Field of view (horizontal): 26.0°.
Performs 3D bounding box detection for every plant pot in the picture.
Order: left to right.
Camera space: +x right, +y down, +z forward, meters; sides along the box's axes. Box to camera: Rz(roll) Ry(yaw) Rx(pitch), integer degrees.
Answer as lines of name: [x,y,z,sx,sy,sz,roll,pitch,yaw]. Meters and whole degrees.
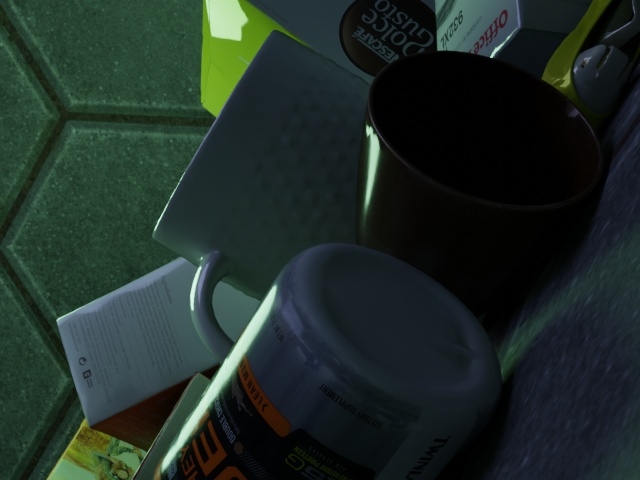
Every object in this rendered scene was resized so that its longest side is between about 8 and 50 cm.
plant pot: [0.117,-0.019,1.284,0.215,0.215,0.230,-63,-6,-49]

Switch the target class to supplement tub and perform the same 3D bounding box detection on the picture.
supplement tub: [-0.014,0.185,1.169,0.338,0.207,0.207,-58,4,28]

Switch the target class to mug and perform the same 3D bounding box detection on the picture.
mug: [0.000,0.000,1.541,0.374,0.328,0.276,-61,4,-29]

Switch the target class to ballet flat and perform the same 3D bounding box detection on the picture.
ballet flat: [0.275,-0.182,1.342,0.077,0.077,0.231,-27,27,56]

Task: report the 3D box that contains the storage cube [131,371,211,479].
storage cube: [-0.132,0.316,1.738,0.215,0.184,0.193,-60,-4,-34]

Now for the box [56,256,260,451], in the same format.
box: [-0.139,0.131,1.865,0.345,0.168,0.215,-27,-26,10]

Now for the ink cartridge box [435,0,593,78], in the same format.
ink cartridge box: [0.222,-0.304,1.551,0.223,0.129,0.307,130,143,-62]

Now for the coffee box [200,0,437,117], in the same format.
coffee box: [0.062,-0.280,1.934,0.334,0.338,0.338,-45,-15,-24]

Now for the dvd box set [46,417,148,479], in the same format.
dvd box set: [-0.297,0.438,2.218,0.062,0.308,0.420,-56,3,17]
